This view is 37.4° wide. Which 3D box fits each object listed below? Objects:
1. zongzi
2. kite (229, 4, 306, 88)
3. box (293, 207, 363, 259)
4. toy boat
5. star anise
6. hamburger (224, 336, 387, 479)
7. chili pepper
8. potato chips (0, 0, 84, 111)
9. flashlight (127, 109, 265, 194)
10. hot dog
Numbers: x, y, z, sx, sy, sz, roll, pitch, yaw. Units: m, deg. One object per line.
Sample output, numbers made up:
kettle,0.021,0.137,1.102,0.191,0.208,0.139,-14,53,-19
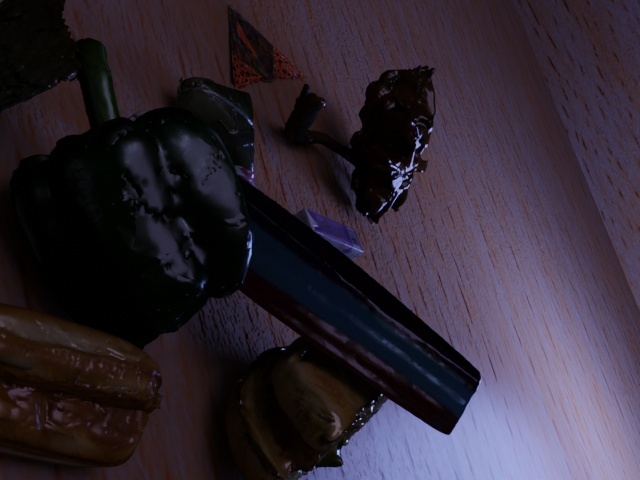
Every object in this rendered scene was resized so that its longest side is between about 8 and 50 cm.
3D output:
zongzi,-0.115,-0.119,1.058,0.109,0.055,0.119,13,66,-54
kite,-0.093,-0.265,1.275,0.125,0.008,0.222,62,27,0
box,0.000,0.000,1.149,0.117,0.050,0.036,19,42,-53
toy boat,-0.014,0.041,0.909,0.392,0.079,0.136,38,17,-3
star anise,0.069,-0.146,1.295,0.346,0.148,0.237,8,102,-60
hamburger,-0.011,0.159,0.926,0.131,0.124,0.262,41,19,11
chili pepper,-0.168,-0.045,0.775,0.165,0.174,0.261,-26,90,-39
potato chips,-0.252,-0.153,0.768,0.026,0.142,0.209,81,28,-47
flashlight,-0.126,-0.071,0.993,0.200,0.047,0.093,38,36,-41
hot dog,-0.208,0.100,0.662,0.249,0.076,0.102,26,82,-47
